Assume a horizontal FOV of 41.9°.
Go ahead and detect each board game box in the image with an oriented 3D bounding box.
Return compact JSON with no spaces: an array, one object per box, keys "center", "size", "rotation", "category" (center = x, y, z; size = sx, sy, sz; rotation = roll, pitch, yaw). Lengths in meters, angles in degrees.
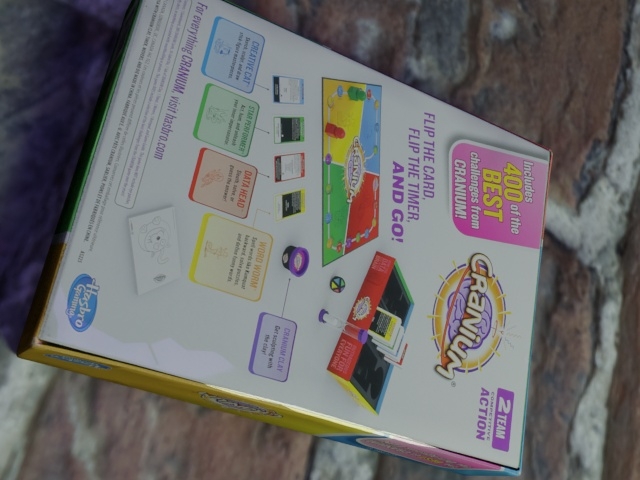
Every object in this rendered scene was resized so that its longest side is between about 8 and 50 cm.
[{"center":[0.000,0.000,0.542],"size":[0.316,0.064,0.242],"rotation":[21,67,-22],"category":"board game box"}]
